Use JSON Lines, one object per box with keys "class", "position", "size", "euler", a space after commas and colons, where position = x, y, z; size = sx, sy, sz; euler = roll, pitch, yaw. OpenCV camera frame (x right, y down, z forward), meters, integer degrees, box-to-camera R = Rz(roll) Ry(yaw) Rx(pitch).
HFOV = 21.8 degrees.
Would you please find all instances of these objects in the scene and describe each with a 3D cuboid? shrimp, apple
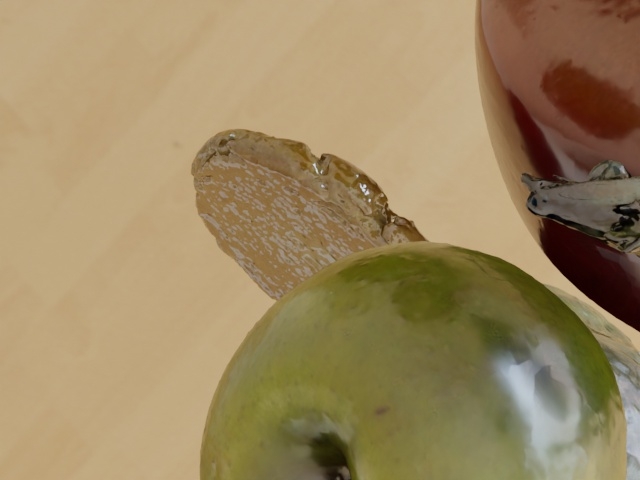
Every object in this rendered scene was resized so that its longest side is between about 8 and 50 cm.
{"class": "shrimp", "position": [0.202, 0.032, 0.679], "size": [0.262, 0.198, 0.051], "euler": [21, 110, 4]}
{"class": "apple", "position": [0.045, 0.097, 0.734], "size": [0.196, 0.157, 0.196], "euler": [10, 106, 39]}

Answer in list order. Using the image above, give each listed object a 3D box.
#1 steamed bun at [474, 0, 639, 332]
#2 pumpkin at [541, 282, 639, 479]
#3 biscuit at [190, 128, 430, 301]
{"class": "steamed bun", "position": [0.256, -0.070, 1.081], "size": [0.379, 0.235, 0.248], "euler": [32, 65, 30]}
{"class": "pumpkin", "position": [0.141, 0.186, 1.271], "size": [0.293, 0.197, 0.263], "euler": [-26, 111, -1]}
{"class": "biscuit", "position": [0.000, 0.000, 1.177], "size": [0.226, 0.226, 0.042], "euler": [30, 64, 20]}
